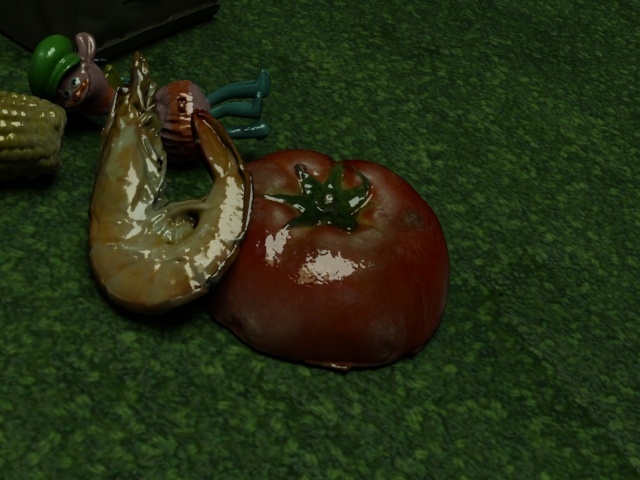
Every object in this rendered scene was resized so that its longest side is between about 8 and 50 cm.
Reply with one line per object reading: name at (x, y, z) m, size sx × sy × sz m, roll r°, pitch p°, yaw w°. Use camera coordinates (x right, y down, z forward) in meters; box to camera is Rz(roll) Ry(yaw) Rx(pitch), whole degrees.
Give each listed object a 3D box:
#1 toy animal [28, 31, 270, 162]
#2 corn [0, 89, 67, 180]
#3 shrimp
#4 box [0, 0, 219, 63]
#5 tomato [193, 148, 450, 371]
toy animal at (-0.147, -0.126, 0.913) m, size 0.208 × 0.100 × 0.103 m, roll 7°, pitch 16°, yaw -1°
corn at (-0.338, -0.089, 0.783) m, size 0.288 × 0.087 × 0.086 m, roll 2°, pitch 41°, yaw -23°
shrimp at (-0.118, -0.052, 0.795) m, size 0.133 × 0.053 × 0.236 m, roll -18°, pitch 57°, yaw 17°
box at (-0.212, -0.290, 1.029) m, size 0.155 × 0.149 × 0.231 m, roll 33°, pitch 40°, yaw 18°
tomato at (0.002, -0.001, 0.825) m, size 0.224 × 0.085 × 0.225 m, roll 10°, pitch 41°, yaw -9°
